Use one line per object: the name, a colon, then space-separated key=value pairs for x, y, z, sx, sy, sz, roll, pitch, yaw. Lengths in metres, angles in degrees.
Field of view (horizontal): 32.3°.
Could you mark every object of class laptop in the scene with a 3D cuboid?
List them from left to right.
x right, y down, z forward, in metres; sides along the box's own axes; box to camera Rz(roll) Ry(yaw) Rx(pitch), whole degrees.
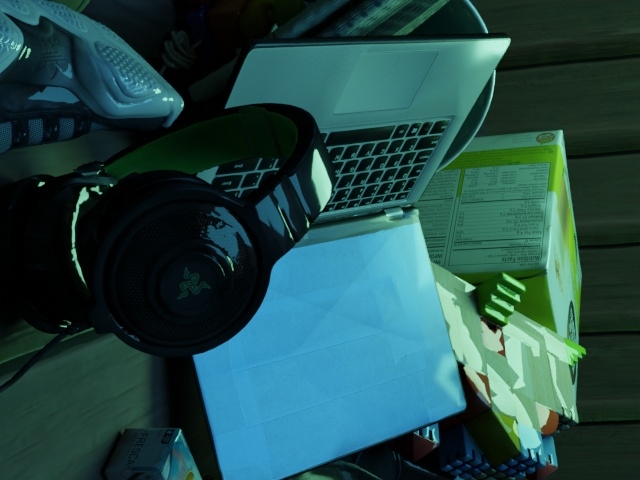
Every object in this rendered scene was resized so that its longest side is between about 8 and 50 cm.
laptop: x=0.056 y=0.013 z=1.180 sx=0.382 sy=0.236 sz=0.408 roll=-11 pitch=141 yaw=-42

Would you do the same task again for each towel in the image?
towel: x=0.000 y=-0.213 z=1.236 sx=0.056 sy=0.324 sz=0.312 roll=55 pitch=17 yaw=1

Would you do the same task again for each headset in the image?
headset: x=-0.163 y=-0.008 z=0.826 sx=0.394 sy=0.243 sz=0.185 roll=-46 pitch=125 yaw=-34

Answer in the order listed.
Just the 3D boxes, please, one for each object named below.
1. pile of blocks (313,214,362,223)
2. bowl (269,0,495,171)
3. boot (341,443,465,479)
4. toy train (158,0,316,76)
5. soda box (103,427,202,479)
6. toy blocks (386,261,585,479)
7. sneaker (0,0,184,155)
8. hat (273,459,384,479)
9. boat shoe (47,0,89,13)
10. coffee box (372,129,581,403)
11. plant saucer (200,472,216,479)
pile of blocks: x=0.000 y=0.000 z=1.408 sx=0.362 sy=0.149 sz=0.113 roll=53 pitch=37 yaw=-60
bowl: x=0.066 y=-0.241 z=1.487 sx=0.163 sy=0.311 sz=0.311 roll=-99 pitch=176 yaw=-61
boot: x=0.060 y=0.372 z=1.369 sx=0.367 sy=0.146 sz=0.445 roll=42 pitch=30 yaw=-12
toy train: x=-0.079 y=-0.240 z=1.218 sx=0.248 sy=0.143 sz=0.105 roll=-72 pitch=152 yaw=-48
soda box: x=-0.143 y=0.264 z=1.066 sx=0.058 sy=0.063 sz=0.183 roll=-71 pitch=151 yaw=-50
toy blocks: x=0.218 y=0.207 z=1.481 sx=0.381 sy=0.191 sz=0.261 roll=28 pitch=43 yaw=-32
sneaker: x=-0.217 y=-0.083 z=0.745 sx=0.153 sy=0.101 sz=0.268 roll=-52 pitch=153 yaw=17
hat: x=0.078 y=0.374 z=1.176 sx=0.331 sy=0.134 sz=0.331 roll=29 pitch=51 yaw=-42
boat shoe: x=-0.257 y=-0.212 z=0.704 sx=0.103 sy=0.113 sz=0.302 roll=58 pitch=16 yaw=16
coffee box: x=0.238 y=0.062 z=1.808 sx=0.334 sy=0.338 sz=0.338 roll=-73 pitch=153 yaw=-45
plant saucer: x=-0.128 y=0.293 z=1.187 sx=0.083 sy=0.013 sz=0.083 roll=-4 pitch=90 yaw=-71
